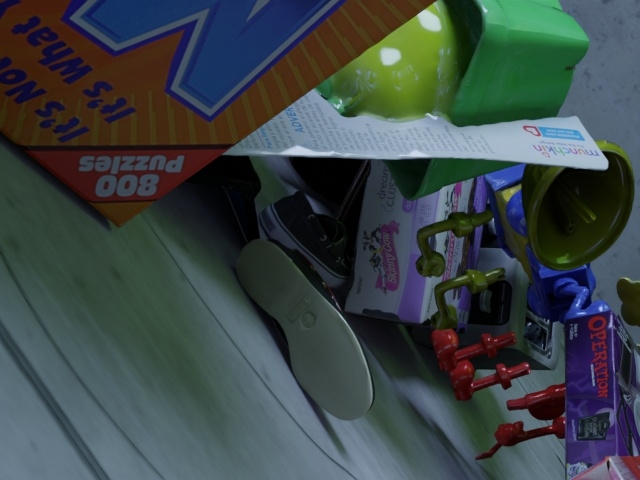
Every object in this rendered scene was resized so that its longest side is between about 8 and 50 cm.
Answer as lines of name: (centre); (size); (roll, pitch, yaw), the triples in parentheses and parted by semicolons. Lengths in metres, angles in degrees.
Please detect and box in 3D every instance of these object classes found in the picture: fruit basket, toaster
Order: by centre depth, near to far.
fruit basket: (-0.016, -0.147, 0.920); (0.327, 0.353, 0.165); (-116, -151, -42)
toaster: (0.175, 0.045, 1.348); (0.185, 0.110, 0.168); (32, 63, -59)

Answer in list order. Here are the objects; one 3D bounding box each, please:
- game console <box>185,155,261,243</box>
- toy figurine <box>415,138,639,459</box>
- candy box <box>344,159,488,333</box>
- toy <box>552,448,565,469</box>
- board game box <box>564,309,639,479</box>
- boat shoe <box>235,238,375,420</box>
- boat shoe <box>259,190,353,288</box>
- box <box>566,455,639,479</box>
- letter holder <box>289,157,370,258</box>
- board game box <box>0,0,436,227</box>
game console: (-0.086, -0.053, 0.906); (0.107, 0.071, 0.122); (10, 36, -32)
toy figurine: (0.165, -0.003, 1.139); (0.363, 0.191, 0.217); (65, 7, -48)
candy box: (0.090, -0.007, 1.162); (0.196, 0.070, 0.165); (19, 80, -72)
toy: (0.265, 0.322, 1.225); (0.237, 0.056, 0.137); (57, 1, -24)
board game box: (0.287, 0.235, 1.093); (0.347, 0.056, 0.208); (48, 41, -40)
boat shoe: (-0.003, 0.055, 0.843); (0.133, 0.049, 0.042); (55, 17, 20)
boat shoe: (0.000, 0.000, 1.054); (0.049, 0.040, 0.142); (61, 12, 27)
box: (0.154, 0.221, 0.765); (0.142, 0.154, 0.300); (60, 10, 17)
letter holder: (0.037, -0.097, 1.307); (0.152, 0.215, 0.302); (25, 1, 18)
board game box: (-0.103, -0.305, 0.642); (0.356, 0.356, 0.356); (44, 15, -47)
